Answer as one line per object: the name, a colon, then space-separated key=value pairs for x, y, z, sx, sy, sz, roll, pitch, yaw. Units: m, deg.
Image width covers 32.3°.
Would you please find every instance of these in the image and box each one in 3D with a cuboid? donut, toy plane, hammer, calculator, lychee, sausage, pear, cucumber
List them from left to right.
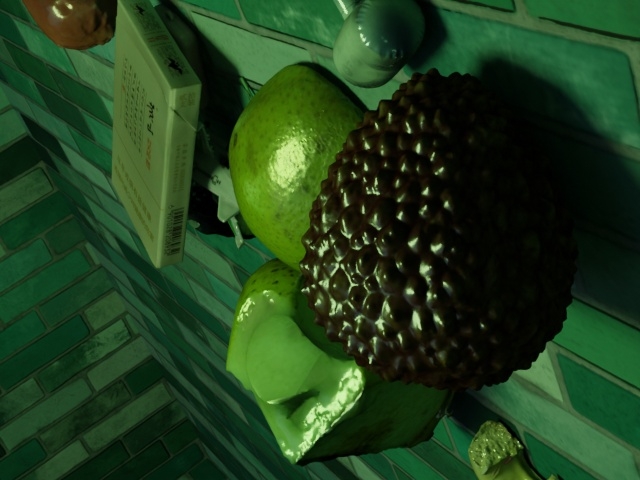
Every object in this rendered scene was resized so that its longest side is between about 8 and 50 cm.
sausage: x=-0.400 y=-0.402 z=1.696 sx=0.254 sy=0.148 sz=0.148 roll=56 pitch=162 yaw=2
calculator: x=-0.203 y=-0.265 z=1.603 sx=0.100 sy=0.032 sz=0.175 roll=45 pitch=159 yaw=31
toy plane: x=-0.158 y=-0.111 z=1.651 sx=0.255 sy=0.101 sz=0.251 roll=46 pitch=160 yaw=40
cucumber: x=-0.162 y=-0.046 z=1.821 sx=0.193 sy=0.086 sz=0.115 roll=12 pitch=132 yaw=56
pear: x=-0.009 y=-0.076 z=1.300 sx=0.288 sy=0.139 sz=0.239 roll=50 pitch=153 yaw=12
pear: x=0.020 y=0.132 z=1.438 sx=0.282 sy=0.286 sz=0.176 roll=51 pitch=119 yaw=32
hammer: x=0.022 y=-0.239 z=1.027 sx=0.194 sy=0.069 sz=0.116 roll=60 pitch=163 yaw=2
lychee: x=0.103 y=-0.014 z=0.958 sx=0.271 sy=0.271 sz=0.271 roll=48 pitch=161 yaw=23
donut: x=0.252 y=0.313 z=1.392 sx=0.166 sy=0.065 sz=0.108 roll=42 pitch=158 yaw=37

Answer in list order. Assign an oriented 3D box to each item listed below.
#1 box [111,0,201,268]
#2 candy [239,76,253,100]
box: x=-0.248 y=-0.151 z=1.619 sx=0.204 sy=0.051 sz=0.365 roll=58 pitch=151 yaw=33
candy: x=-0.064 y=-0.137 z=1.475 sx=0.184 sy=0.049 sz=0.055 roll=63 pitch=155 yaw=4
